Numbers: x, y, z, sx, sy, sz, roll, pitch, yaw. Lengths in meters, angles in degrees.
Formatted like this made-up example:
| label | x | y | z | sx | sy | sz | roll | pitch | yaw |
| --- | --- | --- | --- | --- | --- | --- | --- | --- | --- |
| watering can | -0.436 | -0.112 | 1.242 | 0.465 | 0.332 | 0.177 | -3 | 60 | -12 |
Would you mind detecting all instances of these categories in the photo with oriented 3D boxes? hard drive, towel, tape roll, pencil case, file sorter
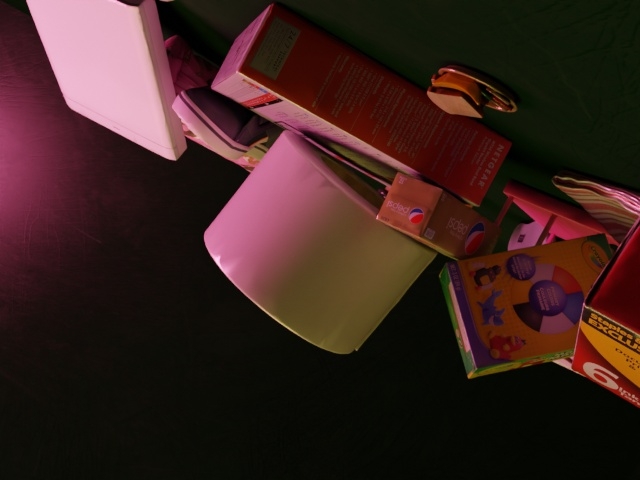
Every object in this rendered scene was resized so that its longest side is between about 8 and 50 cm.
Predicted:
| label | x | y | z | sx | sy | sz | roll | pitch | yaw |
| --- | --- | --- | --- | --- | --- | --- | --- | --- | --- |
| hard drive | -0.328 | -0.282 | 1.331 | 0.233 | 0.047 | 0.353 | 28 | 153 | 15 |
| towel | 0.351 | -0.008 | 0.948 | 0.197 | 0.029 | 0.144 | 33 | 178 | -38 |
| tape roll | 0.000 | 0.000 | 1.100 | 0.246 | 0.169 | 0.246 | 37 | -170 | -8 |
| pencil case | -0.148 | -0.213 | 1.578 | 0.386 | 0.167 | 0.160 | 28 | -136 | -32 |
| file sorter | 0.366 | 0.078 | 1.172 | 0.291 | 0.182 | 0.202 | 28 | 180 | 36 |

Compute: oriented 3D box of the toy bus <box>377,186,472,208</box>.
| label | x | y | z | sx | sy | sz | roll | pitch | yaw |
| --- | --- | --- | --- | --- | --- | --- | --- | --- | --- |
| toy bus | 0.168 | -0.073 | 1.531 | 0.191 | 0.104 | 0.202 | 28 | 180 | -33 |

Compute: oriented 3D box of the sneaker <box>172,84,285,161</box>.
| label | x | y | z | sx | sy | sz | roll | pitch | yaw |
| --- | --- | --- | --- | --- | --- | --- | --- | --- | --- |
| sneaker | -0.109 | -0.197 | 1.308 | 0.126 | 0.127 | 0.321 | 46 | -169 | 7 |

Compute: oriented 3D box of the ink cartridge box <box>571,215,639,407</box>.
| label | x | y | z | sx | sy | sz | roll | pitch | yaw |
| --- | --- | --- | --- | --- | --- | --- | --- | --- | --- |
| ink cartridge box | 0.396 | 0.107 | 0.775 | 0.309 | 0.130 | 0.272 | 31 | 165 | 24 |

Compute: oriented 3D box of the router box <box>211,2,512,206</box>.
| label | x | y | z | sx | sy | sz | roll | pitch | yaw |
| --- | --- | --- | --- | --- | --- | --- | --- | --- | --- |
| router box | 0.028 | -0.156 | 1.070 | 0.301 | 0.082 | 0.335 | 28 | 180 | -14 |

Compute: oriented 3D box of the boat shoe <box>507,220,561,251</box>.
| label | x | y | z | sx | sy | sz | roll | pitch | yaw |
| --- | --- | --- | --- | --- | --- | --- | --- | --- | --- |
| boat shoe | 0.371 | 0.018 | 1.459 | 0.076 | 0.080 | 0.228 | 22 | -178 | -1 |

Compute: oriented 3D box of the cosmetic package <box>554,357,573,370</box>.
| label | x | y | z | sx | sy | sz | roll | pitch | yaw |
| --- | --- | --- | --- | --- | --- | --- | --- | --- | --- |
| cosmetic package | 0.435 | 0.124 | 1.567 | 0.225 | 0.138 | 0.224 | 26 | -163 | 23 |

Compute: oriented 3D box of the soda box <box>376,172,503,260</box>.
| label | x | y | z | sx | sy | sz | roll | pitch | yaw |
| --- | --- | --- | --- | --- | --- | --- | --- | --- | --- |
| soda box | 0.139 | -0.018 | 0.992 | 0.061 | 0.058 | 0.181 | 25 | 180 | 34 |

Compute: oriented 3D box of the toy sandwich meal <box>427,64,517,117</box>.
| label | x | y | z | sx | sy | sz | roll | pitch | yaw |
| --- | --- | --- | --- | --- | --- | --- | --- | --- | --- |
| toy sandwich meal | 0.133 | -0.127 | 0.779 | 0.086 | 0.029 | 0.085 | 28 | 180 | 0 |

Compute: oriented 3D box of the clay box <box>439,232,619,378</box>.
| label | x | y | z | sx | sy | sz | roll | pitch | yaw |
| --- | --- | --- | --- | --- | --- | --- | --- | --- | --- |
| clay box | 0.259 | 0.069 | 0.990 | 0.222 | 0.127 | 0.053 | -11 | 159 | -6 |
